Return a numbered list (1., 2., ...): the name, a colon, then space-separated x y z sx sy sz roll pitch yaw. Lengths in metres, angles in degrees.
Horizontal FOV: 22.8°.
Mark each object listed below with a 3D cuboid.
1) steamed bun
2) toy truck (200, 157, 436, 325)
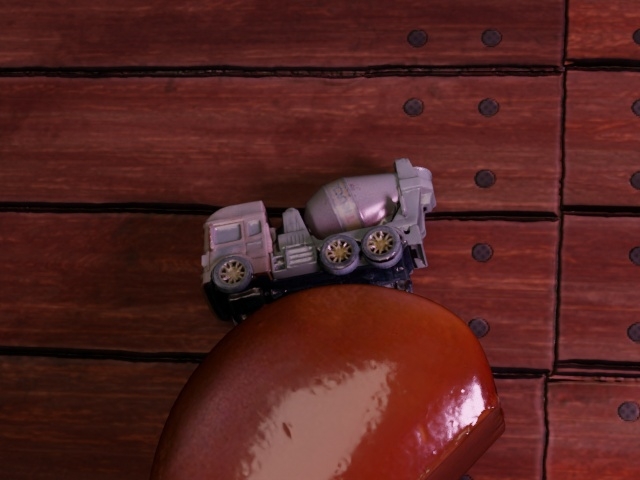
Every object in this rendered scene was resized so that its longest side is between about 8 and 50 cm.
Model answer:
1. steamed bun: -0.015 0.199 1.558 0.379 0.235 0.248 -45 73 -4
2. toy truck: 0.000 0.000 1.692 0.257 0.108 0.140 -10 59 6
